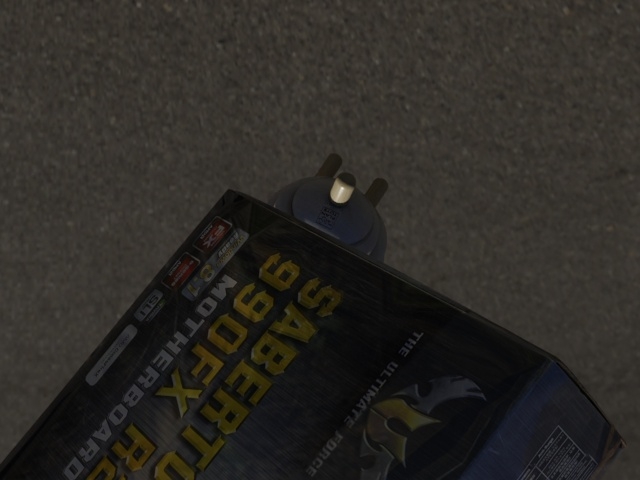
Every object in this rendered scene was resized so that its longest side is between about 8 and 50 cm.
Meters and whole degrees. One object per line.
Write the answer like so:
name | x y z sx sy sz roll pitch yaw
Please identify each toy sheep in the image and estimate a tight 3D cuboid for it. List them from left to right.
toy sheep | 0.000 0.000 0.679 0.091 0.091 0.132 -2 143 -13

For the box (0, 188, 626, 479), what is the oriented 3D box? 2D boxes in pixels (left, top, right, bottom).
box | -0.042 0.107 0.373 0.231 0.183 0.056 -51 128 -8
